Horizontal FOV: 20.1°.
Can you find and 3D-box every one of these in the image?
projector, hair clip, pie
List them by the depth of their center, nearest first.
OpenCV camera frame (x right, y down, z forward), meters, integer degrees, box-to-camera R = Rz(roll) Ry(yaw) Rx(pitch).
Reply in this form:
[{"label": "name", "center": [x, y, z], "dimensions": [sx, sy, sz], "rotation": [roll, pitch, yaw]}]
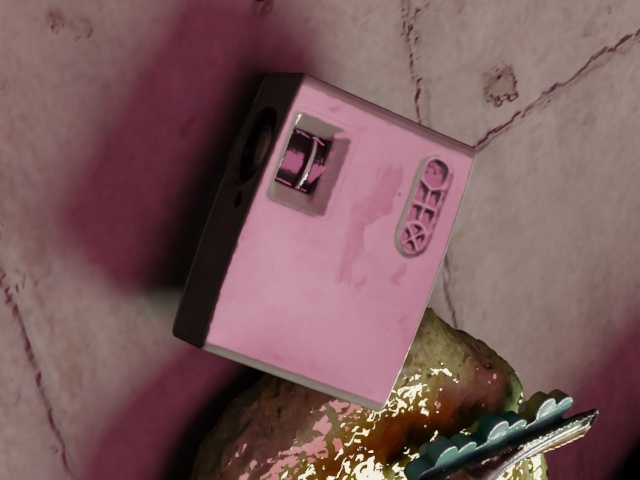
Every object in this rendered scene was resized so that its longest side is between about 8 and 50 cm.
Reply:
[{"label": "projector", "center": [0.000, 0.000, 0.933], "dimensions": [0.115, 0.061, 0.147], "rotation": [22, 86, -27]}, {"label": "hair clip", "center": [0.096, 0.120, 1.024], "dimensions": [0.173, 0.049, 0.049], "rotation": [-23, 125, -40]}, {"label": "pie", "center": [0.018, 0.189, 1.071], "dimensions": [0.323, 0.070, 0.323], "rotation": [-23, 126, -35]}]

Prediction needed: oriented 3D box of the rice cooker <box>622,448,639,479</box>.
[{"label": "rice cooker", "center": [0.336, 0.246, 1.301], "dimensions": [0.267, 0.224, 0.267], "rotation": [-23, 126, -35]}]
